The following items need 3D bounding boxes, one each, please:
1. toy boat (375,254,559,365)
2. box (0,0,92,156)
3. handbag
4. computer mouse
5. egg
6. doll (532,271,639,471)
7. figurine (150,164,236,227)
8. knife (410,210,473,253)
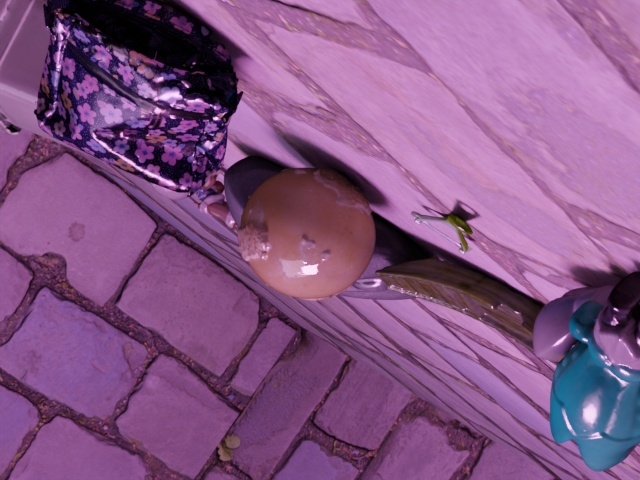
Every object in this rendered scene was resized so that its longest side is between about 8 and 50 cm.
[{"bbox_3d":[0.195,0.078,1.871,0.293,0.055,0.093,25,165,36],"label":"toy boat"},{"bbox_3d":[-0.331,-0.210,2.037,0.182,0.175,0.312,26,172,5],"label":"box"},{"bbox_3d":[-0.192,-0.167,1.639,0.228,0.127,0.208,26,141,0],"label":"handbag"},{"bbox_3d":[-0.001,0.003,2.089,0.374,0.114,0.203,27,169,43],"label":"computer mouse"},{"bbox_3d":[-0.013,-0.007,1.860,0.164,0.164,0.201,38,174,-23],"label":"egg"},{"bbox_3d":[0.300,0.125,1.459,0.195,0.153,0.258,53,155,-1],"label":"doll"},{"bbox_3d":[-0.198,-0.097,2.480,0.197,0.094,0.147,25,-167,14],"label":"figurine"},{"bbox_3d":[0.138,-0.016,1.654,0.078,0.023,0.166,28,175,-1],"label":"knife"}]
